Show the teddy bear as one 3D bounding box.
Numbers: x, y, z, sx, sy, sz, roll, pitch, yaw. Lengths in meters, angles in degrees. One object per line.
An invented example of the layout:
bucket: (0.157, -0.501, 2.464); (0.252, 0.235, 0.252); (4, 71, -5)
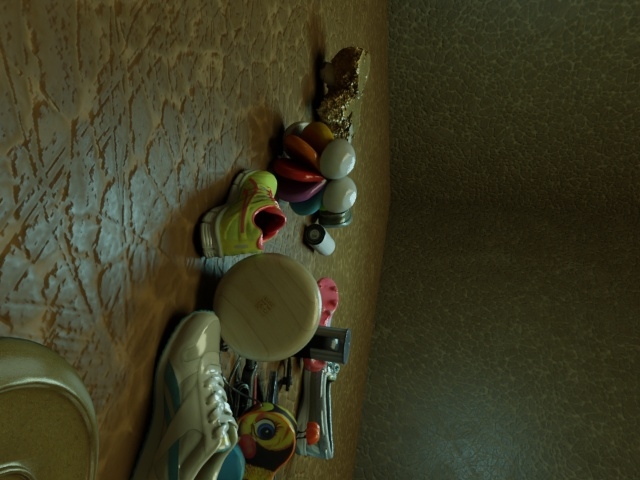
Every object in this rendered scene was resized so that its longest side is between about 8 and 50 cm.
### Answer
teddy bear: (0.036, -0.307, 1.102); (0.245, 0.113, 0.338); (-58, 158, -49)

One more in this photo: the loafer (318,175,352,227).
loafer: (0.038, -0.118, 1.191); (0.251, 0.094, 0.087); (-83, 165, -56)

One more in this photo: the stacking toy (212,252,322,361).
stacking toy: (-0.066, 0.104, 0.714); (0.330, 0.141, 0.141); (82, 15, -82)

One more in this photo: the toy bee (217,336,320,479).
toy bee: (-0.086, 0.284, 0.574); (0.195, 0.162, 0.298); (-72, 168, -76)

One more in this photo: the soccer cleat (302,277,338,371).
soccer cleat: (-0.007, 0.217, 1.151); (0.095, 0.083, 0.248); (129, -29, -57)

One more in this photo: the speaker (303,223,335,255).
speaker: (0.000, 0.000, 1.113); (0.136, 0.055, 0.055); (47, 49, -73)

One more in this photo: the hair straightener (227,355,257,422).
hair straightener: (-0.120, 0.280, 0.698); (0.089, 0.047, 0.230); (-26, 125, -75)

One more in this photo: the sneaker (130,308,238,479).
sneaker: (-0.138, 0.194, 0.501); (0.087, 0.092, 0.229); (52, 43, -69)

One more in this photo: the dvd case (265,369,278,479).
dvd case: (-0.093, 0.380, 0.820); (0.164, 0.018, 0.221); (-89, 180, -58)

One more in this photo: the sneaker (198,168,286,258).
sneaker: (-0.089, -0.038, 0.629); (0.208, 0.094, 0.081); (-70, 159, -53)

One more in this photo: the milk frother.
milk frother: (-0.011, 0.263, 0.981); (0.129, 0.135, 0.143); (-10, 104, -76)

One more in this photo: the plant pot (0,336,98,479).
plant pot: (-0.220, 0.182, 0.277); (0.236, 0.032, 0.236); (5, 90, -77)

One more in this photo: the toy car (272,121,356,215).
toy car: (-0.024, -0.124, 0.827); (0.136, 0.159, 0.182); (-33, 137, -29)

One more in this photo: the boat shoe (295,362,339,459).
boat shoe: (0.006, 0.405, 1.177); (0.118, 0.103, 0.320); (71, 27, -60)
